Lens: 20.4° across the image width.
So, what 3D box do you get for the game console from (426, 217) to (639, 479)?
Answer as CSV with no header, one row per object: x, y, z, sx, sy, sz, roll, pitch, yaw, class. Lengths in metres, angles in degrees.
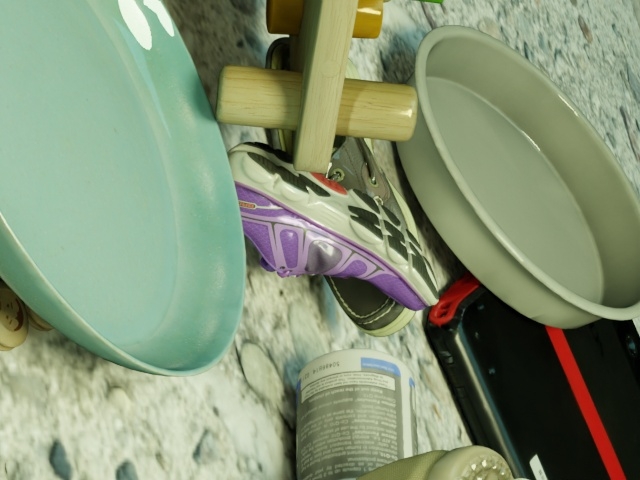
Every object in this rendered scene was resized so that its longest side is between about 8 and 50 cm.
0.223,0.184,1.523,0.342,0.060,0.387,-34,102,-59,game console

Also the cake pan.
0.168,-0.048,1.490,0.293,0.054,0.293,33,35,-28,cake pan

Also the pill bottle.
0.023,0.144,1.109,0.078,0.078,0.137,44,35,-43,pill bottle

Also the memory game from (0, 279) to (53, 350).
-0.180,-0.032,0.911,0.186,0.012,0.186,45,33,-42,memory game

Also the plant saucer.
-0.137,-0.071,0.959,0.318,0.043,0.318,54,23,-36,plant saucer

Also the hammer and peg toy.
0.018,-0.257,1.091,0.266,0.127,0.361,-93,-169,-55,hammer and peg toy

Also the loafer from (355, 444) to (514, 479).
0.072,0.237,1.024,0.102,0.092,0.269,-24,115,-48,loafer

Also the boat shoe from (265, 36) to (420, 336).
0.005,-0.040,1.219,0.073,0.080,0.224,19,49,-52,boat shoe

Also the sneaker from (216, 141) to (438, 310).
0.000,0.000,1.142,0.170,0.071,0.068,30,21,-15,sneaker

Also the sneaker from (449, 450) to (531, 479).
0.125,0.208,1.271,0.229,0.087,0.092,55,21,-44,sneaker
